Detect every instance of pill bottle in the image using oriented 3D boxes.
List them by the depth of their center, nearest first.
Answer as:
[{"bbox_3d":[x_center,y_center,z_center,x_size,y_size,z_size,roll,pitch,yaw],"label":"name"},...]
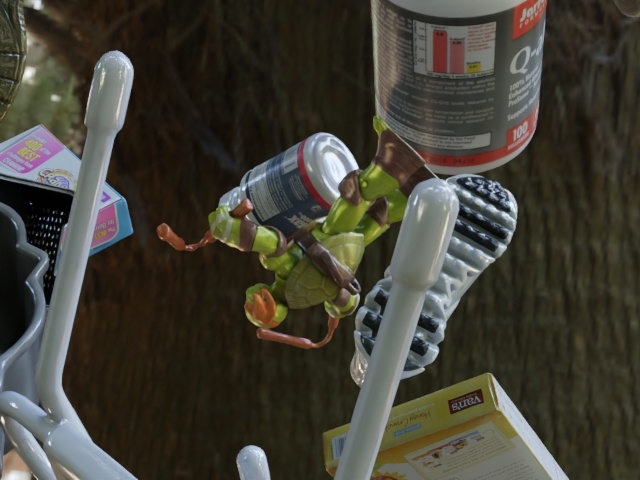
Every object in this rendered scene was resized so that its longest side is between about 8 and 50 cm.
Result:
[{"bbox_3d":[0.165,-0.273,1.402,0.210,0.210,0.362,7,-43,12],"label":"pill bottle"},{"bbox_3d":[-0.044,-0.061,1.556,0.180,0.107,0.108,-26,-28,34],"label":"pill bottle"}]

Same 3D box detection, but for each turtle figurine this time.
[{"bbox_3d":[0.000,0.000,0.989,0.087,0.217,0.269,46,4,40],"label":"turtle figurine"}]

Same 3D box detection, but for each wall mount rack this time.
[{"bbox_3d":[-0.032,0.095,0.531,0.350,0.130,0.304,25,-36,42],"label":"wall mount rack"}]

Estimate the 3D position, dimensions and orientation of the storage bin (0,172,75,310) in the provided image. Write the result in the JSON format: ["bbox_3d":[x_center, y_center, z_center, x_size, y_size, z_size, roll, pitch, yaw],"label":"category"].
[{"bbox_3d":[-0.326,-0.005,1.108,0.084,0.122,0.180,8,-3,39],"label":"storage bin"}]

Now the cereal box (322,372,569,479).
[{"bbox_3d":[0.132,0.230,1.117,0.173,0.047,0.240,-23,-46,16],"label":"cereal box"}]

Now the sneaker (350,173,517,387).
[{"bbox_3d":[0.116,0.043,1.272,0.110,0.292,0.118,33,-30,8],"label":"sneaker"}]

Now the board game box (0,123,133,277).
[{"bbox_3d":[-0.451,-0.017,1.573,0.317,0.064,0.242,-30,47,-24],"label":"board game box"}]

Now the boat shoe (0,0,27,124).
[{"bbox_3d":[-0.304,-0.188,1.033,0.080,0.223,0.073,10,-6,-29],"label":"boat shoe"}]

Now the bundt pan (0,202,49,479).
[{"bbox_3d":[-0.333,0.094,0.766,0.331,0.330,0.124,7,-52,11],"label":"bundt pan"}]

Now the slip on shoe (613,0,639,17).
[{"bbox_3d":[0.347,-0.325,1.356,0.041,0.135,0.051,-8,-1,-43],"label":"slip on shoe"}]
